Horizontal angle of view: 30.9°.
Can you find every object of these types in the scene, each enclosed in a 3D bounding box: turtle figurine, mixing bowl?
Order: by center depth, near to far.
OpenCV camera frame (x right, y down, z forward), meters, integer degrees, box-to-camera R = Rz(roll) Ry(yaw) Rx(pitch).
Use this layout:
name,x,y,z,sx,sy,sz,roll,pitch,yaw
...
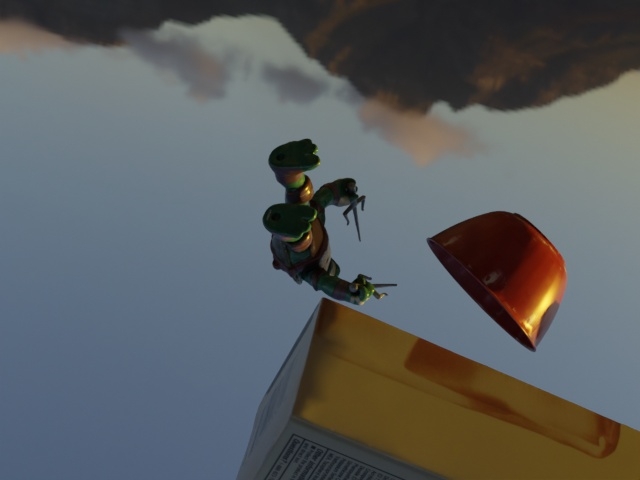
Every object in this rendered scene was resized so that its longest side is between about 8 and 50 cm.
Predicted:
name,x,y,z,sx,sy,sz,roll,pitch,yaw
turtle figurine,0.000,0.000,1.271,0.234,0.118,0.175,58,-167,-57
mixing bowl,0.221,0.032,1.348,0.181,0.098,0.181,47,179,2

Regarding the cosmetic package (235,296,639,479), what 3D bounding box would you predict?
name,x,y,z,sx,sy,sz,roll,pitch,yaw
cosmetic package,0.098,0.181,0.864,0.296,0.153,0.129,25,-140,-7
